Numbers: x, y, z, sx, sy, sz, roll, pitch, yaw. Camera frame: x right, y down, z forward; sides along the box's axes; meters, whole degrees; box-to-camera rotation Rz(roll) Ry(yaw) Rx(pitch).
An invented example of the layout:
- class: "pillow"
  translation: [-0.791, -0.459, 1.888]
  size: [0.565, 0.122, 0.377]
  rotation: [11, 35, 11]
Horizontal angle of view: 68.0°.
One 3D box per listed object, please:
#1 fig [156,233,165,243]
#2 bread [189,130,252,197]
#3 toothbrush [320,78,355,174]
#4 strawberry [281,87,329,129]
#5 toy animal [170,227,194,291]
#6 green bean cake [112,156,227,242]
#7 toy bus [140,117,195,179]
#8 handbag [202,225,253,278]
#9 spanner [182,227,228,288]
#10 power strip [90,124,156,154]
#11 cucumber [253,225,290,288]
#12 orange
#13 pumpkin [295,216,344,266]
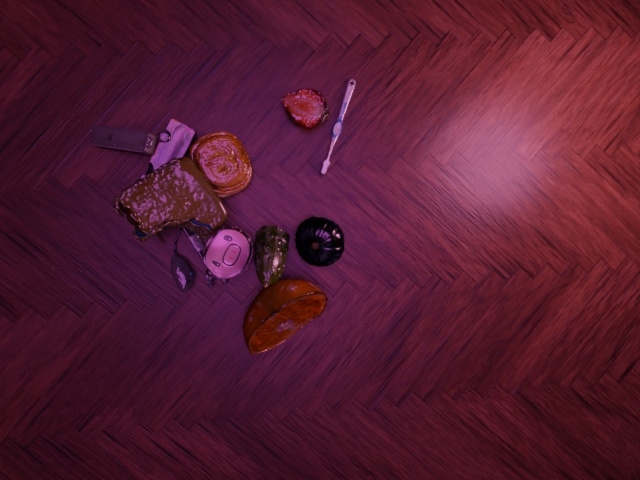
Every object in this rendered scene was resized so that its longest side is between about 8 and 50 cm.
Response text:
- class: "fig"
  translation: [-0.595, -0.069, 1.728]
  size: [0.093, 0.093, 0.166]
  rotation: [-10, 90, -5]
- class: "bread"
  translation: [-0.358, -0.280, 1.726]
  size: [0.198, 0.120, 0.236]
  rotation: [-26, 98, -13]
- class: "toothbrush"
  translation: [0.066, -0.432, 1.803]
  size: [0.040, 0.040, 0.386]
  rotation: [18, 90, -6]
- class: "strawberry"
  translation: [-0.057, -0.488, 1.770]
  size: [0.187, 0.082, 0.146]
  rotation: [21, 85, 0]
- class: "toy animal"
  translation: [-0.518, 0.066, 1.763]
  size: [0.079, 0.070, 0.253]
  rotation: [1, 79, -40]
- class: "green bean cake"
  translation: [-0.508, -0.098, 1.618]
  size: [0.310, 0.202, 0.285]
  rotation: [-35, 103, -23]
- class: "toy bus"
  translation: [-0.558, -0.302, 1.724]
  size: [0.112, 0.090, 0.274]
  rotation: [26, 91, -13]
- class: "handbag"
  translation: [-0.332, 0.045, 1.731]
  size: [0.179, 0.116, 0.205]
  rotation: [26, 78, -12]
- class: "spanner"
  translation: [-0.449, 0.036, 1.764]
  size: [0.087, 0.024, 0.316]
  rotation: [-33, 97, -22]
- class: "power strip"
  translation: [-0.696, -0.356, 1.680]
  size: [0.272, 0.052, 0.078]
  rotation: [10, 89, 18]
- class: "cucumber"
  translation: [-0.183, 0.071, 1.700]
  size: [0.134, 0.134, 0.244]
  rotation: [9, 51, -6]
- class: "orange"
  translation: [-0.130, 0.266, 1.710]
  size: [0.310, 0.274, 0.274]
  rotation: [-12, 94, 21]
- class: "pumpkin"
  translation: [-0.004, 0.005, 1.760]
  size: [0.194, 0.150, 0.194]
  rotation: [0, 87, 4]
